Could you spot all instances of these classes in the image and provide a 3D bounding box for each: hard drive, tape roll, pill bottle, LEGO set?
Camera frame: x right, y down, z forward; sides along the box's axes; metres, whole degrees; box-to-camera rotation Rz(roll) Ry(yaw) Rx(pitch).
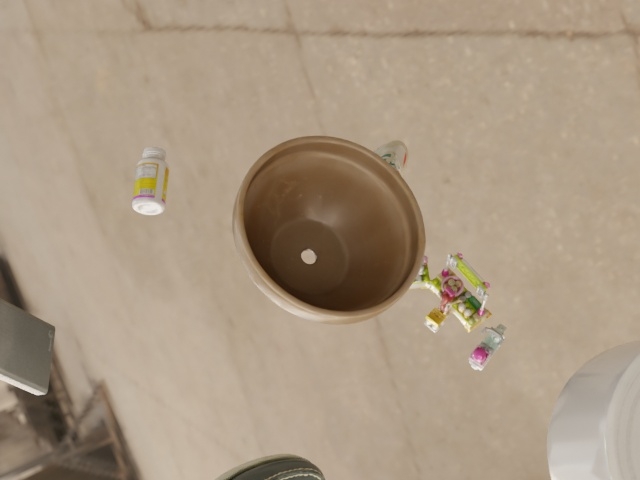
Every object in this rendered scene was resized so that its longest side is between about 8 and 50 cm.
[{"bbox_3d":[-0.391,0.133,1.676,0.135,0.022,0.094,39,-133,-55],"label":"hard drive"},{"bbox_3d":[0.377,0.215,1.365,0.246,0.246,0.169,64,165,6],"label":"tape roll"},{"bbox_3d":[-0.220,-0.078,1.717,0.043,0.043,0.083,122,155,-63],"label":"pill bottle"},{"bbox_3d":[0.149,0.066,1.936,0.287,0.132,0.107,27,157,11],"label":"LEGO set"}]

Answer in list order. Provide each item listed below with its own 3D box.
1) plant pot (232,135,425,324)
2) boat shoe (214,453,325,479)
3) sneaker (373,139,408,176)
[{"bbox_3d":[0.000,0.000,1.609,0.237,0.237,0.110,62,154,13],"label":"plant pot"},{"bbox_3d":[-0.089,0.299,1.213,0.099,0.319,0.116,2,111,45],"label":"boat shoe"},{"bbox_3d":[0.091,-0.081,1.754,0.075,0.161,0.057,-12,118,43],"label":"sneaker"}]
